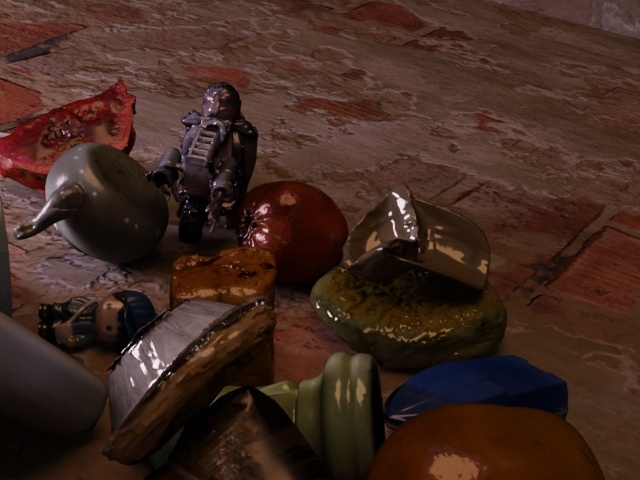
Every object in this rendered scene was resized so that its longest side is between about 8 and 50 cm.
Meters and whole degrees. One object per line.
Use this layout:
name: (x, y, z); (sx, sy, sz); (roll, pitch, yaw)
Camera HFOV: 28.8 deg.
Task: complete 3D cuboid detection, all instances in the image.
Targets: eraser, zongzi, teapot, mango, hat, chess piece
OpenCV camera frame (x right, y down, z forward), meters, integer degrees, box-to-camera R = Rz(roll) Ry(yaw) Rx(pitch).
eraser: (-0.369, 0.126, 1.354); (0.189, 0.104, 0.290); (19, -15, 20)
zongzi: (-0.096, 0.328, 1.216); (0.288, 0.134, 0.286); (-36, 65, -6)
teapot: (-0.321, -0.050, 1.846); (0.193, 0.129, 0.294); (53, 21, 14)
mango: (0.185, 0.266, 1.311); (0.317, 0.173, 0.211); (-9, 44, -45)
hat: (0.136, 0.028, 1.755); (0.173, 0.144, 0.166); (44, 37, -14)
chess piece: (-0.077, 0.217, 1.405); (0.298, 0.176, 0.176); (-4, 25, 9)

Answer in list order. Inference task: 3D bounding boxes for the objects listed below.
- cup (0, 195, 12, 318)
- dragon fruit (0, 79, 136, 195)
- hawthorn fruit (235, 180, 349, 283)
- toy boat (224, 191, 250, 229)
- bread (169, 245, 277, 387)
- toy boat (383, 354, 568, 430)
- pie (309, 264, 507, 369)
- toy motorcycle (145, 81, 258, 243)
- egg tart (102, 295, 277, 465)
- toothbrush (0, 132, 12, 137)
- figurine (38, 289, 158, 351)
cup: (-0.568, 0.011, 1.554); (0.311, 0.257, 0.331); (-6, 31, -22)
dragon fruit: (-0.391, -0.119, 2.022); (0.262, 0.134, 0.211); (-25, 50, -23)
hawthorn fruit: (0.000, 0.000, 1.888); (0.285, 0.165, 0.165); (15, 15, -44)
toy boat: (-0.070, -0.043, 1.995); (0.172, 0.065, 0.066); (-4, 45, -13)
bread: (-0.125, 0.101, 1.593); (0.143, 0.158, 0.149); (-1, 28, -6)
toy boat: (0.171, 0.199, 1.489); (0.129, 0.088, 0.295); (27, 18, 38)
pie: (0.125, 0.097, 1.756); (0.277, 0.078, 0.277); (1, 28, 0)
toy motorcycle: (-0.169, -0.105, 1.844); (0.134, 0.207, 0.401); (13, 28, 4)
egg tart: (-0.145, 0.132, 1.277); (0.094, 0.234, 0.234); (44, 36, 8)
toothbrush: (-0.637, -0.185, 2.186); (0.263, 0.026, 0.022); (6, 20, -1)
figurine: (-0.292, 0.109, 1.637); (0.149, 0.086, 0.087); (-4, -15, 5)
